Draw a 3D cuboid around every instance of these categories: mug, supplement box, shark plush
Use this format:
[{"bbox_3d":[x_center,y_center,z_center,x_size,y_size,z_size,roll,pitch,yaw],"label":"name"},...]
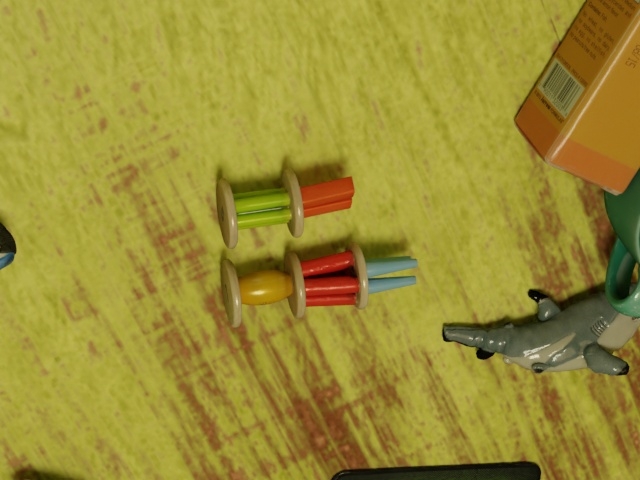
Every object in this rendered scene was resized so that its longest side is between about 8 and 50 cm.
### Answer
[{"bbox_3d":[0.273,-0.031,1.492,0.158,0.097,0.129,-26,123,0],"label":"mug"},{"bbox_3d":[0.241,-0.155,1.427,0.078,0.080,0.233,22,111,-27],"label":"supplement box"},{"bbox_3d":[0.180,0.069,1.566,0.161,0.073,0.067,-1,100,7],"label":"shark plush"}]

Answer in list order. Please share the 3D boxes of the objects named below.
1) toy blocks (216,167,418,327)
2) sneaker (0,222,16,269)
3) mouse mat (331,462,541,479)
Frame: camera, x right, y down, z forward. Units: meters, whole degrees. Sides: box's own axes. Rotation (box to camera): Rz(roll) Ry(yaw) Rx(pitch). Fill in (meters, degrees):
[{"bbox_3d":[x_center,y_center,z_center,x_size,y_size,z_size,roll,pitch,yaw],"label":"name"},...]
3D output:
[{"bbox_3d":[0.000,0.000,1.454,0.148,0.054,0.123,-8,120,-12],"label":"toy blocks"},{"bbox_3d":[-0.293,0.031,1.394,0.162,0.063,0.073,-21,140,1],"label":"sneaker"},{"bbox_3d":[0.090,0.256,1.651,0.189,0.007,0.152,-1,118,-17],"label":"mouse mat"}]
